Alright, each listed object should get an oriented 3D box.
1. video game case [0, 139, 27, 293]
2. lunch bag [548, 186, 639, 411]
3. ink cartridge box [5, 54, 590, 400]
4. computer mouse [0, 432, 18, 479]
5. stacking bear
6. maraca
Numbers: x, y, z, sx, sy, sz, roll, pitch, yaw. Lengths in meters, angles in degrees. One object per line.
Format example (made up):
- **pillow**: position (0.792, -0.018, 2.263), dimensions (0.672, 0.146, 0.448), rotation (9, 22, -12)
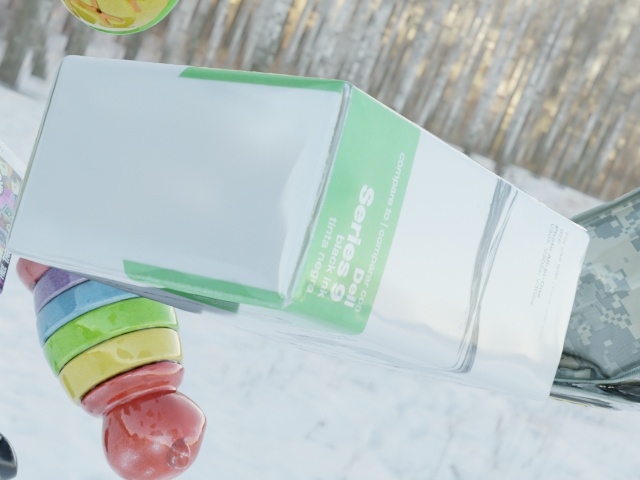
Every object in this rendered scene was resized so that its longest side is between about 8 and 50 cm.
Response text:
- **video game case**: position (-0.400, -0.071, 1.465), dimensions (0.210, 0.042, 0.232), rotation (48, 22, -29)
- **lunch bag**: position (0.269, 0.057, 1.167), dimensions (0.235, 0.287, 0.169), rotation (20, 46, -64)
- **ink cartridge box**: position (0.000, 0.000, 0.826), dimensions (0.211, 0.121, 0.289), rotation (9, -9, 38)
- **computer mouse**: position (-0.435, 0.187, 1.570), dimensions (0.242, 0.041, 0.071), rotation (40, -31, -6)
- **stacking bear**: position (-0.216, 0.131, 1.536), dimensions (0.164, 0.175, 0.289), rotation (0, 60, -51)
- **maraca**: position (-0.164, -0.254, 1.219), dimensions (0.127, 0.186, 0.099), rotation (57, 35, -10)
